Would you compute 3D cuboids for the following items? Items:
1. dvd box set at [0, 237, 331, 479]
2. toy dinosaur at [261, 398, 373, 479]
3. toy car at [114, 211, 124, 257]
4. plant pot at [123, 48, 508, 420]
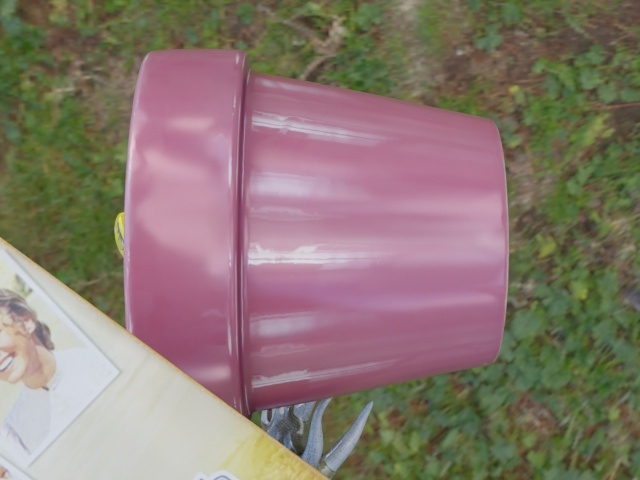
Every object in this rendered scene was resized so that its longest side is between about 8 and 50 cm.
[{"bbox_3d":[-0.146,0.163,0.463,0.420,0.062,0.308,39,78,-24],"label":"dvd box set"},{"bbox_3d":[-0.005,0.256,0.856,0.160,0.121,0.314,-13,109,36],"label":"toy dinosaur"},{"bbox_3d":[-0.083,-0.035,1.208,0.053,0.239,0.225,-36,44,41],"label":"toy car"},{"bbox_3d":[0.000,0.000,0.700,0.180,0.201,0.201,-1,100,0],"label":"plant pot"}]
